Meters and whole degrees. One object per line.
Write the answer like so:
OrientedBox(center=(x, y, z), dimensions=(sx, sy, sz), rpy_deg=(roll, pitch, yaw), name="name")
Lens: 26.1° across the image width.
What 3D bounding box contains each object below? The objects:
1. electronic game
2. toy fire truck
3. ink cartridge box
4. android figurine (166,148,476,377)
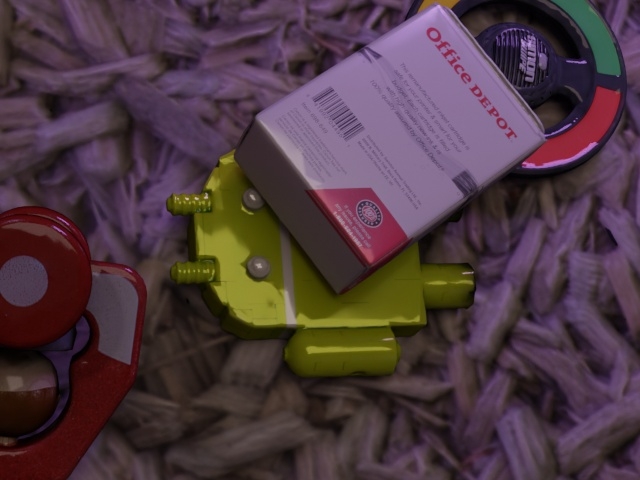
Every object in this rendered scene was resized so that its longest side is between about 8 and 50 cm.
OrientedBox(center=(0.186, -0.167, 1.319), dimensions=(0.229, 0.048, 0.229), rpy_deg=(5, 69, -13), name="electronic game")
OrientedBox(center=(-0.294, 0.094, 1.058), dimensions=(0.302, 0.169, 0.254), rpy_deg=(8, 93, -11), name="toy fire truck")
OrientedBox(center=(0.060, -0.081, 1.176), dimensions=(0.218, 0.092, 0.159), rpy_deg=(-35, 84, -25), name="ink cartridge box")
OrientedBox(center=(0.000, 0.000, 1.209), dimensions=(0.272, 0.056, 0.248), rpy_deg=(2, 70, -16), name="android figurine")
